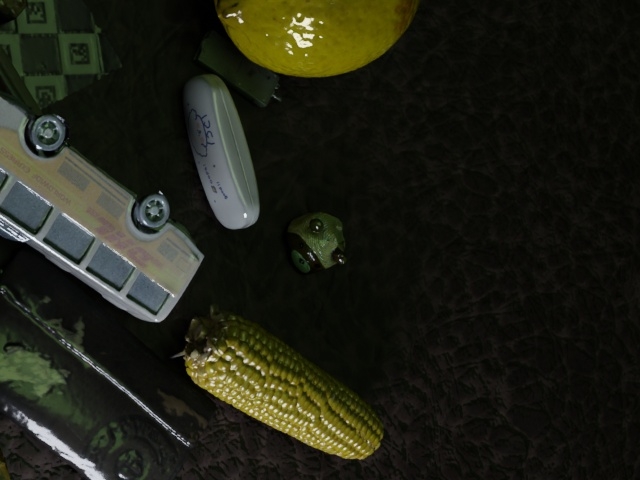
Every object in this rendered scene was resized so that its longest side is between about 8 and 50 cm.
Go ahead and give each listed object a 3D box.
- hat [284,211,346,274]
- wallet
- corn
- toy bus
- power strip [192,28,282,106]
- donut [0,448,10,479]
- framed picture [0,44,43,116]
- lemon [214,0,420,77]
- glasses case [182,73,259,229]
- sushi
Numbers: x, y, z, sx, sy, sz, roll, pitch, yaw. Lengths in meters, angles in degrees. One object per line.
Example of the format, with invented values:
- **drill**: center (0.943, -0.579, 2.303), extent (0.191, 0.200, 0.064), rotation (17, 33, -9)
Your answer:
- **hat**: center (0.000, 0.000, 1.673), extent (0.076, 0.059, 0.077), rotation (-23, 95, -38)
- **wallet**: center (-0.274, 0.166, 1.482), extent (0.321, 0.044, 0.170), rotation (45, 66, -23)
- **corn**: center (-0.044, 0.191, 1.603), extent (0.305, 0.106, 0.106), rotation (37, 67, -29)
- **toy bus**: center (-0.286, -0.041, 1.437), extent (0.342, 0.097, 0.138), rotation (38, 76, -35)
- **power strip**: center (-0.103, -0.216, 1.641), extent (0.136, 0.019, 0.051), rotation (32, 68, -28)
- **donut**: center (-0.478, 0.303, 1.263), extent (0.360, 0.170, 0.360), rotation (7, 78, -31)
- **framed picture**: center (-0.438, -0.174, 1.364), extent (0.211, 0.020, 0.289), rotation (-42, 124, -25)
- **lemon**: center (-0.002, -0.326, 1.584), extent (0.267, 0.267, 0.267), rotation (3, 85, -34)
- **glasses case**: center (-0.124, -0.110, 1.585), extent (0.049, 0.076, 0.197), rotation (-20, 98, -36)
- **sushi**: center (-0.387, -0.251, 1.433), extent (0.290, 0.050, 0.264), rotation (-37, 107, -31)
